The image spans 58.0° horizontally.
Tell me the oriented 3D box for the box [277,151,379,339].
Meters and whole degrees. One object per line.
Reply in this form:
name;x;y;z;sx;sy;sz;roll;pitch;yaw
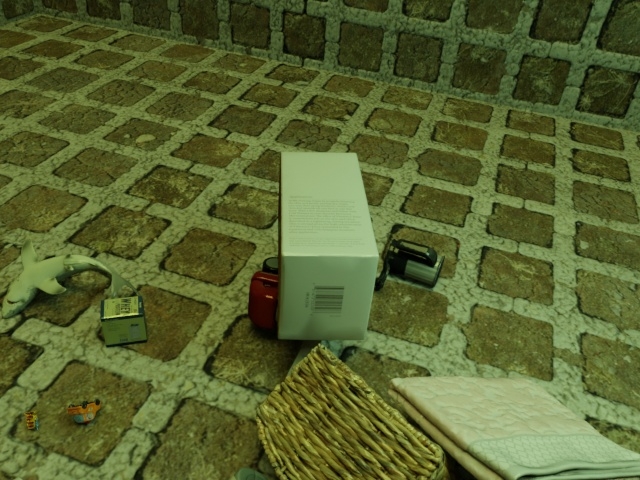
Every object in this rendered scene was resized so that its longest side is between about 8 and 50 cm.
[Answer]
box;0.000;0.000;1.148;0.169;0.214;0.345;1;38;-5

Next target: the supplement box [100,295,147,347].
supplement box;-0.404;0.167;1.188;0.084;0.083;0.056;-6;38;-15

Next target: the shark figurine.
shark figurine;-0.551;0.078;1.284;0.279;0.116;0.166;-8;72;-5

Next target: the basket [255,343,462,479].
basket;0.057;0.365;0.979;0.213;0.223;0.299;-47;55;-9

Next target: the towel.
towel;0.329;0.313;0.975;0.332;0.053;0.317;8;11;-27

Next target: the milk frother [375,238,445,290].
milk frother;0.214;0.077;1.398;0.135;0.129;0.143;18;82;17

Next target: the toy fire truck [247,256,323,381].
toy fire truck;-0.057;0.170;1.202;0.217;0.158;0.246;11;27;7

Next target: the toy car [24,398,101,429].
toy car;-0.459;0.316;1.038;0.122;0.060;0.040;-11;82;4

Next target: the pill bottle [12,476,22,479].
pill bottle;-0.496;0.422;0.832;0.087;0.087;0.160;29;42;28

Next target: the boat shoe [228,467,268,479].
boat shoe;-0.093;0.483;0.803;0.118;0.103;0.320;37;18;-42
